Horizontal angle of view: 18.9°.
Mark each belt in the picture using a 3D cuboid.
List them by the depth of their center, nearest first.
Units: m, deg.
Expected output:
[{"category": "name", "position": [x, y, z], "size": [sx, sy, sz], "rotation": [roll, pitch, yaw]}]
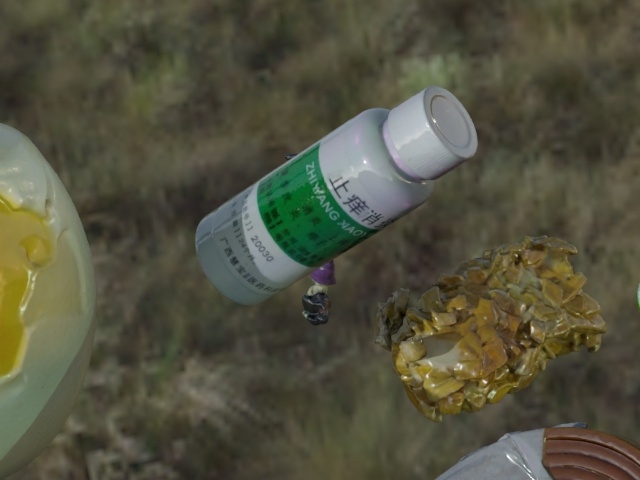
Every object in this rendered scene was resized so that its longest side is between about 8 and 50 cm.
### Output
[{"category": "belt", "position": [0.126, 0.233, 1.257], "size": [0.184, 0.261, 0.105], "rotation": [40, 4, 18]}]

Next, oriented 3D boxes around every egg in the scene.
[{"category": "egg", "position": [-0.323, 0.055, 1.583], "size": [0.283, 0.345, 0.283], "rotation": [-7, 33, 4]}]

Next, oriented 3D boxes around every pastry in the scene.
[{"category": "pastry", "position": [0.152, 0.077, 1.818], "size": [0.250, 0.102, 0.154], "rotation": [-20, 64, -37]}]

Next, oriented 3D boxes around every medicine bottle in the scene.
[{"category": "medicine bottle", "position": [0.012, -0.039, 1.607], "size": [0.260, 0.095, 0.095], "rotation": [-34, 6, 32]}]

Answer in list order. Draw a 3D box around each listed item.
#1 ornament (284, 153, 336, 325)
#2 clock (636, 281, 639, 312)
[{"category": "ornament", "position": [-0.007, -0.003, 2.252], "size": [0.081, 0.203, 0.088], "rotation": [6, -7, 37]}, {"category": "clock", "position": [0.341, 0.050, 1.351], "size": [0.166, 0.235, 0.309], "rotation": [-28, -19, -8]}]
